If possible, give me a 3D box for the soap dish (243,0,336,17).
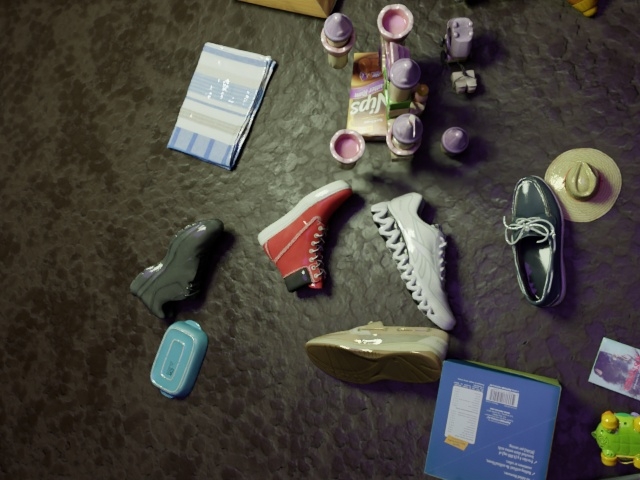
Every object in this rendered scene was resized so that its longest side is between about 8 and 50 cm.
[{"bbox_3d":[-0.079,-0.653,1.350,0.291,0.118,0.228,20,90,21],"label":"soap dish"}]

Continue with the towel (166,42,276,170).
[{"bbox_3d":[-0.244,-0.328,1.413,0.209,0.034,0.284,22,91,23],"label":"towel"}]

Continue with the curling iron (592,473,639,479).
[{"bbox_3d":[0.444,0.461,1.039,0.274,0.035,0.068,-29,78,16],"label":"curling iron"}]

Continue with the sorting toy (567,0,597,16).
[{"bbox_3d":[0.603,-0.547,1.102,0.366,0.127,0.126,-28,103,12],"label":"sorting toy"}]

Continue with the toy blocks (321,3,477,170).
[{"bbox_3d":[0.162,-0.298,1.089,0.309,0.260,0.288,-5,84,1],"label":"toy blocks"}]

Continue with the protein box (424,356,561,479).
[{"bbox_3d":[0.310,0.332,1.053,0.200,0.136,0.201,9,86,21],"label":"protein box"}]

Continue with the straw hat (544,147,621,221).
[{"bbox_3d":[0.487,-0.109,1.089,0.145,0.061,0.144,-3,82,21],"label":"straw hat"}]

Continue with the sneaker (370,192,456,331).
[{"bbox_3d":[0.205,0.037,1.158,0.118,0.110,0.291,-26,75,7],"label":"sneaker"}]

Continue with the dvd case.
[{"bbox_3d":[0.551,0.232,1.042,0.120,0.013,0.087,20,90,21],"label":"dvd case"}]

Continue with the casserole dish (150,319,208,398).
[{"bbox_3d":[-0.333,0.275,1.361,0.114,0.037,0.188,21,91,23],"label":"casserole dish"}]

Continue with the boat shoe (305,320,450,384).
[{"bbox_3d":[0.110,0.216,1.171,0.303,0.098,0.109,-6,122,35],"label":"boat shoe"}]

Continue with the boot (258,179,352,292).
[{"bbox_3d":[0.000,0.000,1.248,0.244,0.088,0.176,-38,72,21],"label":"boot"}]

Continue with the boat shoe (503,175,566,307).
[{"bbox_3d":[0.395,-0.002,1.093,0.095,0.079,0.254,-7,80,40],"label":"boat shoe"}]

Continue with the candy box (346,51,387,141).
[{"bbox_3d":[0.121,-0.307,1.261,0.109,0.053,0.186,4,85,20],"label":"candy box"}]

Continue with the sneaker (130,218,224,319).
[{"bbox_3d":[-0.307,0.067,1.355,0.286,0.109,0.130,-46,76,19],"label":"sneaker"}]

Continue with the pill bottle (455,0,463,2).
[{"bbox_3d":[0.356,-0.567,1.147,0.229,0.131,0.131,-18,76,35],"label":"pill bottle"}]

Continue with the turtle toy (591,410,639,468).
[{"bbox_3d":[0.534,0.333,1.005,0.130,0.066,0.095,-1,105,18],"label":"turtle toy"}]
